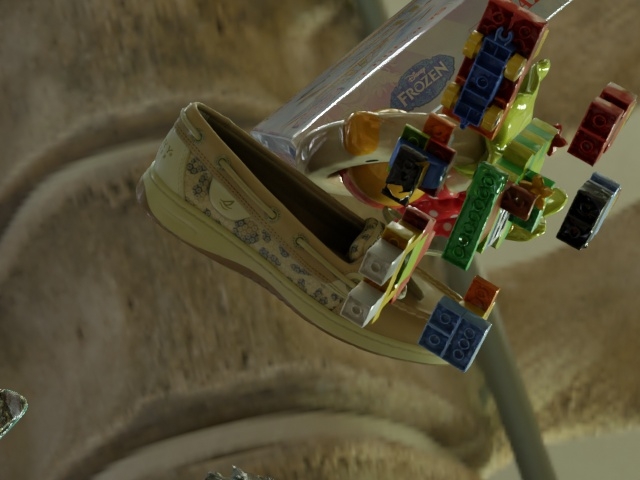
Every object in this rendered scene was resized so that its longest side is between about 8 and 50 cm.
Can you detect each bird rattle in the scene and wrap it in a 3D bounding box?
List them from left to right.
[{"bbox_3d":[0.080,-0.070,1.377,0.207,0.253,0.143,6,-94,-22],"label":"bird rattle"}]

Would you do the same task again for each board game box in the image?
[{"bbox_3d":[0.090,-0.175,1.653,0.318,0.318,0.066,-39,-80,-3],"label":"board game box"}]

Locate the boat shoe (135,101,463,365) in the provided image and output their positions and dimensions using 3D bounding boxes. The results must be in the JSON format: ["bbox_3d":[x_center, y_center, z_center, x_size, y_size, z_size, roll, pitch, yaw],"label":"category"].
[{"bbox_3d":[0.000,0.000,1.307,0.285,0.089,0.104,28,-158,-6],"label":"boat shoe"}]

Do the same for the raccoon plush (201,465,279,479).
[{"bbox_3d":[-0.022,0.379,1.275,0.446,0.216,0.299,31,-79,40],"label":"raccoon plush"}]

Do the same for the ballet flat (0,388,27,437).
[{"bbox_3d":[-0.326,0.189,1.634,0.041,0.041,0.114,29,-102,25],"label":"ballet flat"}]

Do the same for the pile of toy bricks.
[{"bbox_3d":[0.102,-0.033,0.938,0.118,0.212,0.105,31,-146,12],"label":"pile of toy bricks"}]
